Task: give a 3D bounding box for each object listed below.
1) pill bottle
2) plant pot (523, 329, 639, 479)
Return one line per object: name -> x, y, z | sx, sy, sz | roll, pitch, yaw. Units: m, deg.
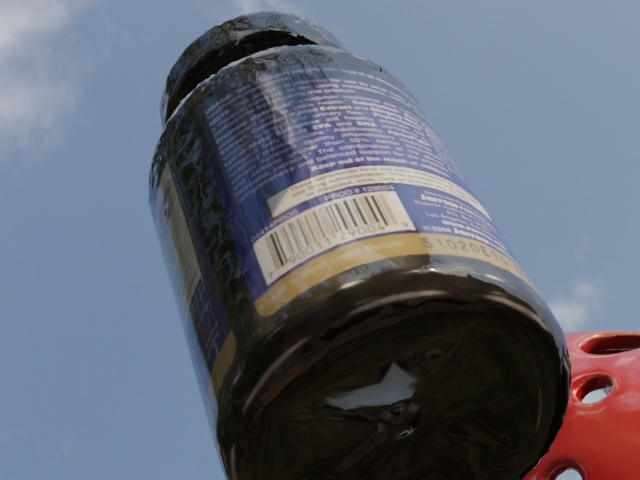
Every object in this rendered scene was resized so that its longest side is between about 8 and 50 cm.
pill bottle -> 0.000, 0.000, 0.492 | 0.122, 0.219, 0.123 | -9, -52, -11
plant pot -> 0.164, 0.130, 0.545 | 0.191, 0.174, 0.191 | 9, -104, -41
